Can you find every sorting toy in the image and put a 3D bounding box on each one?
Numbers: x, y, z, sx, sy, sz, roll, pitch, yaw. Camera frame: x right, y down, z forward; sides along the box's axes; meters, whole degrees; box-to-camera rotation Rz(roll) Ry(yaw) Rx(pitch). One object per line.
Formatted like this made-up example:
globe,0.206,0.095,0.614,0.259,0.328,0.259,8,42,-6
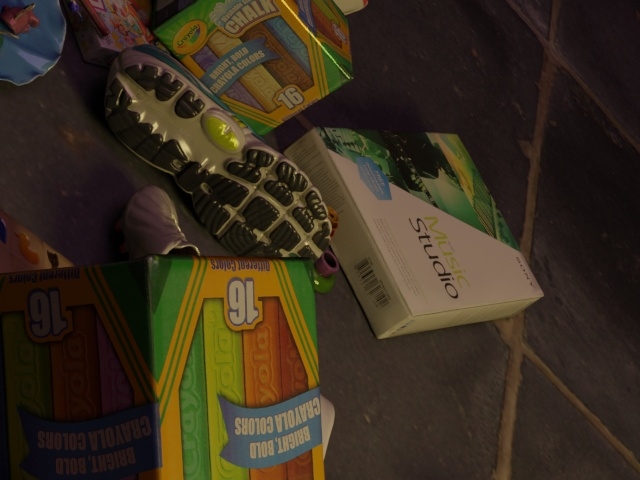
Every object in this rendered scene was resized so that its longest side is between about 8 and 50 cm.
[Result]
sorting toy,0.000,0.000,1.553,0.061,0.042,0.102,28,39,-39

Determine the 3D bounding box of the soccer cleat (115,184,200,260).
soccer cleat,-0.132,0.012,1.292,0.068,0.076,0.196,51,21,-28

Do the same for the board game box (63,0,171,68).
board game box,-0.208,-0.234,1.503,0.103,0.026,0.154,9,52,-52

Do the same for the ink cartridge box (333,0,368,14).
ink cartridge box,-0.059,-0.420,1.727,0.226,0.131,0.306,69,0,-62

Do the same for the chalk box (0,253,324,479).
chalk box,-0.114,0.159,1.025,0.180,0.179,0.289,0,85,-56

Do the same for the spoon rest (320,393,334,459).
spoon rest,-0.049,0.188,1.241,0.137,0.084,0.276,48,29,-12

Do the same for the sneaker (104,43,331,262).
sneaker,-0.089,-0.083,1.455,0.275,0.107,0.110,47,16,-20

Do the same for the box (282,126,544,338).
box,0.112,-0.015,1.722,0.322,0.058,0.232,-3,63,-58

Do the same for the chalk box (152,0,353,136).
chalk box,-0.080,-0.235,1.548,0.213,0.132,0.132,48,24,-31

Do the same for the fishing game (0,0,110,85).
fishing game,-0.294,-0.221,1.329,0.189,0.041,0.264,56,35,4

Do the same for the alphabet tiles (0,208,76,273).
alphabet tiles,-0.205,0.076,1.145,0.237,0.009,0.198,43,27,-45
